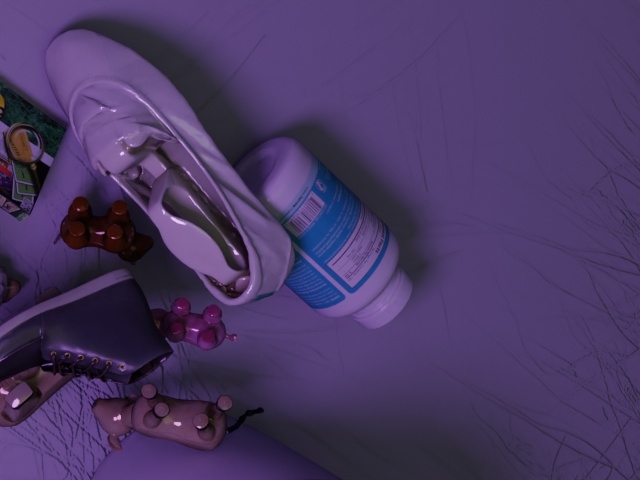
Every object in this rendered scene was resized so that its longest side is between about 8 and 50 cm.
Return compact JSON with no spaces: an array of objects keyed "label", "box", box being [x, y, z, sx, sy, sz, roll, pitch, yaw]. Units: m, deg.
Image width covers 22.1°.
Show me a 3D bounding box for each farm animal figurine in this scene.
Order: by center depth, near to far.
[{"label":"farm animal figurine","box":[-0.278,0.134,1.941,0.327,0.172,0.330,-21,75,-16]}]

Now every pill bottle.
[{"label":"pill bottle","box":[0.000,0.000,2.082,0.264,0.146,0.146,44,79,-26]}]

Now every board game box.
[{"label":"board game box","box":[-0.420,-0.147,1.880,0.260,0.030,0.136,36,48,-27]}]

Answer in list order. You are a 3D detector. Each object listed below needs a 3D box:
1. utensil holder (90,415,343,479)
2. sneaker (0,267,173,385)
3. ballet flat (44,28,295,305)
[{"label":"utensil holder","box":[-0.092,0.399,1.974,0.328,0.385,0.327,-5,101,-25]},{"label":"sneaker","box":[-0.277,0.127,1.804,0.222,0.083,0.118,-29,75,-19]},{"label":"ballet flat","box":[-0.187,-0.082,1.913,0.139,0.139,0.400,-43,95,-14]}]
